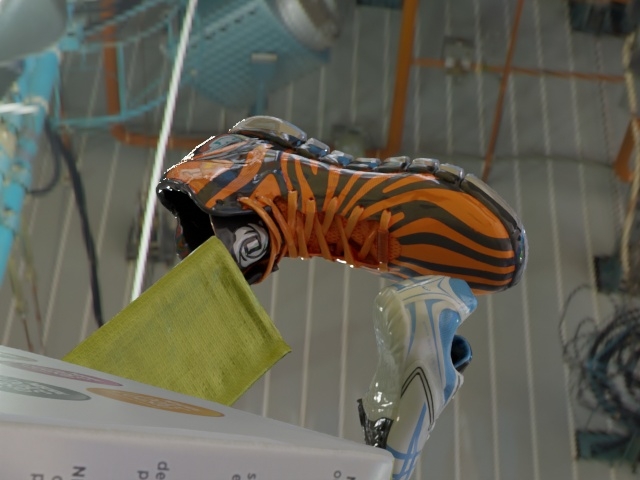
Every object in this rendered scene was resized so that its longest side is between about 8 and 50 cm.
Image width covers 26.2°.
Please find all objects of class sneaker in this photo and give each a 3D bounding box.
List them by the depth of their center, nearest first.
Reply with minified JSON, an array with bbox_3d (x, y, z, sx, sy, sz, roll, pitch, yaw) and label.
[{"bbox_3d":[0.079,0.124,1.127,0.086,0.237,0.085,-6,-135,-12],"label":"sneaker"},{"bbox_3d":[0.000,0.000,1.144,0.321,0.125,0.180,17,-148,30],"label":"sneaker"}]

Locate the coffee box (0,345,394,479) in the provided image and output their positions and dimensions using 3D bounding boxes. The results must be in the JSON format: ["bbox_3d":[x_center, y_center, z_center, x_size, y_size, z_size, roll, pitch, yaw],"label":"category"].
[{"bbox_3d":[-0.225,0.198,0.492,0.334,0.338,0.337,12,176,-42],"label":"coffee box"}]

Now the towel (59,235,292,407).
[{"bbox_3d":[-0.118,0.100,0.872,0.237,0.021,0.102,-41,-70,-35],"label":"towel"}]
